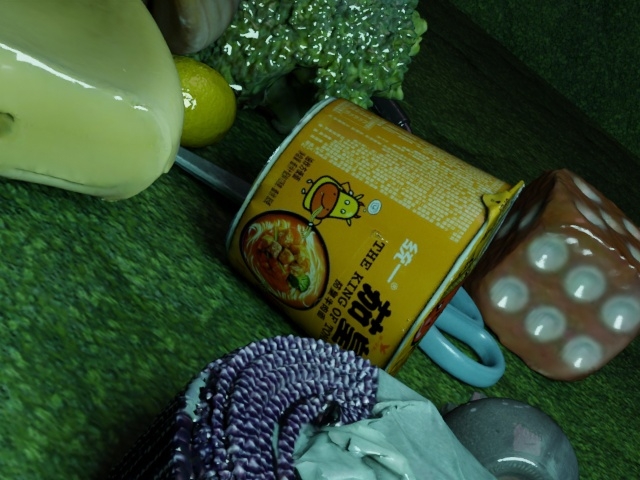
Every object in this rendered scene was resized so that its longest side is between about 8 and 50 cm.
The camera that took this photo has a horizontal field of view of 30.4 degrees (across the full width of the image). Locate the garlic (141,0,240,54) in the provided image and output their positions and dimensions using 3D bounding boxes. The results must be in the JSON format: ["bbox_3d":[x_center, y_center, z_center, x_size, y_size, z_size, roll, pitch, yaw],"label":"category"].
[{"bbox_3d":[-0.150,-0.278,1.045,0.214,0.160,0.191,36,-24,-8],"label":"garlic"}]

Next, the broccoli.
[{"bbox_3d":[-0.036,-0.224,1.207,0.288,0.235,0.260,46,19,24],"label":"broccoli"}]

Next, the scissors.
[{"bbox_3d":[0.000,0.000,1.109,0.447,0.029,0.193,31,22,-26],"label":"scissors"}]

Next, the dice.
[{"bbox_3d":[0.270,0.042,1.317,0.175,0.174,0.179,39,24,-8],"label":"dice"}]

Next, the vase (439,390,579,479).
[{"bbox_3d":[0.125,0.165,0.897,0.120,0.120,0.183,38,7,-9],"label":"vase"}]

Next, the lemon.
[{"bbox_3d":[-0.126,-0.126,1.071,0.110,0.082,0.082,21,28,-43],"label":"lemon"}]

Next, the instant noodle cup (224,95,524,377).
[{"bbox_3d":[0.037,-0.003,0.953,0.172,0.216,0.216,35,19,9],"label":"instant noodle cup"}]

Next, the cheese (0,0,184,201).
[{"bbox_3d":[-0.235,-0.164,0.884,0.259,0.128,0.316,23,23,-34],"label":"cheese"}]

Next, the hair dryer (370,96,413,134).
[{"bbox_3d":[0.055,-0.228,1.656,0.114,0.070,0.248,9,46,-58],"label":"hair dryer"}]

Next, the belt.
[{"bbox_3d":[0.038,0.195,0.651,0.325,0.122,0.260,41,25,-2],"label":"belt"}]
